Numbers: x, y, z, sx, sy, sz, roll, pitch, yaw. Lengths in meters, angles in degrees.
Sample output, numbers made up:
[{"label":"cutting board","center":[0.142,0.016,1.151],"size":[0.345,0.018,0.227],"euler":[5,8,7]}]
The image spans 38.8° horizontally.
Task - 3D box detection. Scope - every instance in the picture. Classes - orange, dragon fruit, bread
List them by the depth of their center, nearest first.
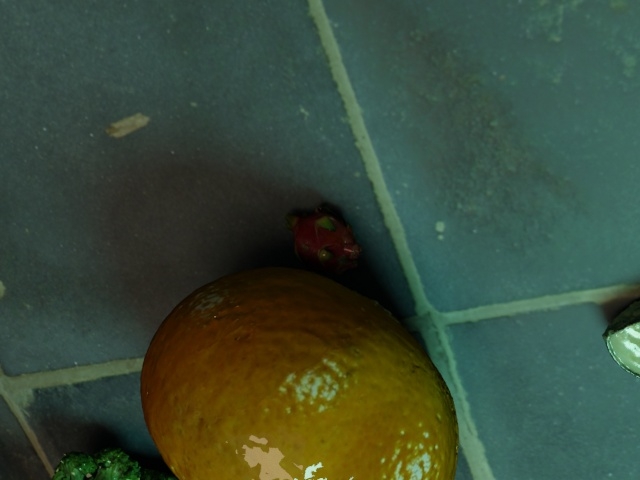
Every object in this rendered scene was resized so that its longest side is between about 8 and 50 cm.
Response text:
[{"label":"bread","center":[0.459,0.101,1.078],"size":[0.231,0.064,0.173],"euler":[10,119,15]},{"label":"orange","center":[-0.020,0.218,1.147],"size":[0.424,0.424,0.326],"euler":[45,80,-6]},{"label":"dragon fruit","center":[0.000,-0.002,1.198],"size":[0.116,0.081,0.086],"euler":[50,133,27]}]

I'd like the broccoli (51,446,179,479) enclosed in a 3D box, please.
[{"label":"broccoli","center":[-0.285,0.529,1.456],"size":[0.310,0.320,0.414],"euler":[121,139,-67]}]
